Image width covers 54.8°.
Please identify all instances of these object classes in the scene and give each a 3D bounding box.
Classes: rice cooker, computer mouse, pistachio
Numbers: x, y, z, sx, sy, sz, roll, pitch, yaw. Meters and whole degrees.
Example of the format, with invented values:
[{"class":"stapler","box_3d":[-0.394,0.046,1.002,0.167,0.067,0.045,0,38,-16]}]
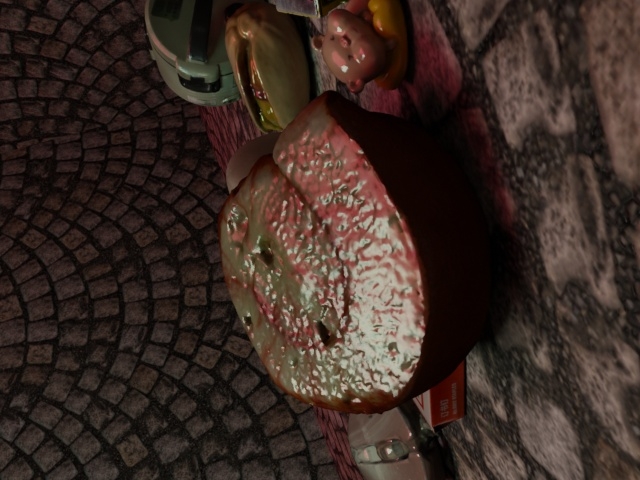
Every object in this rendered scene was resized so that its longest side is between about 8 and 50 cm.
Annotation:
[{"class":"rice cooker","box_3d":[-0.207,-0.373,1.130,0.244,0.226,0.225,139,112,-77]},{"class":"computer mouse","box_3d":[0.114,0.335,1.006,0.389,0.115,0.199,104,143,-72]},{"class":"pistachio","box_3d":[-0.071,-0.266,0.950,0.145,0.117,0.200,-61,-43,-50]}]

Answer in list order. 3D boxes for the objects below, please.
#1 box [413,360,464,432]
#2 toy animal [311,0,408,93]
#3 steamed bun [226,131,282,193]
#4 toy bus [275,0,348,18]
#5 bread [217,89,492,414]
[{"class":"box","box_3d":[0.124,0.116,0.752,0.123,0.050,0.229,-121,16,-51]},{"class":"toy animal","box_3d":[0.034,-0.200,0.596,0.091,0.082,0.114,96,154,-62]},{"class":"steamed bun","box_3d":[-0.078,-0.087,1.118,0.241,0.164,0.146,-121,15,-50]},{"class":"toy bus","box_3d":[-0.025,-0.346,0.620,0.081,0.074,0.226,22,138,36]},{"class":"bread","box_3d":[0.018,0.031,0.641,0.328,0.114,0.295,-34,77,50]}]
